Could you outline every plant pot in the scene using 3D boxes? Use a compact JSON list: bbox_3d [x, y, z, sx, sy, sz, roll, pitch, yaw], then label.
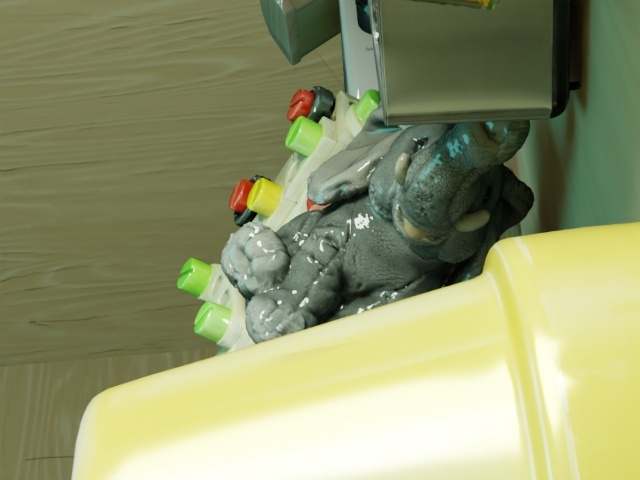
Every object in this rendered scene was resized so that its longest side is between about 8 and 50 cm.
[{"bbox_3d":[0.038,0.127,0.572,0.254,0.239,0.253,-5,-90,-88],"label":"plant pot"}]

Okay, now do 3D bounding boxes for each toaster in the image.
[{"bbox_3d":[0.081,-0.162,0.848,0.168,0.110,0.185,-92,-3,-54],"label":"toaster"}]

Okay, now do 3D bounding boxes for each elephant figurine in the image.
[{"bbox_3d":[0.065,-0.016,1.001,0.239,0.169,0.186,-50,41,19],"label":"elephant figurine"}]

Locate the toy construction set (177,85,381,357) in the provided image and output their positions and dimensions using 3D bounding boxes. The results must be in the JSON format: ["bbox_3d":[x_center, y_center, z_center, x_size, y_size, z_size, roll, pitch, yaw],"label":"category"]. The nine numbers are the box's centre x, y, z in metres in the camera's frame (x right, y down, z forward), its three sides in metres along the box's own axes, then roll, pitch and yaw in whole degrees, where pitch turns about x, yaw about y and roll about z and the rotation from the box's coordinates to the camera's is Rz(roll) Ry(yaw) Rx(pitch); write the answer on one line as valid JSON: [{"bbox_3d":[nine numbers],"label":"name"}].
[{"bbox_3d":[0.000,0.000,1.239,0.151,0.328,0.215,39,-155,-26],"label":"toy construction set"}]

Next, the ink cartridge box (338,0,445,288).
[{"bbox_3d":[0.089,-0.086,1.434,0.211,0.122,0.289,81,-176,-79],"label":"ink cartridge box"}]

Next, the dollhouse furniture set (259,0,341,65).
[{"bbox_3d":[-0.029,-0.357,1.581,0.303,0.198,0.286,56,173,14],"label":"dollhouse furniture set"}]

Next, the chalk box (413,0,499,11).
[{"bbox_3d":[0.013,-0.274,0.659,0.179,0.180,0.288,125,144,-58],"label":"chalk box"}]

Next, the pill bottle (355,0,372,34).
[{"bbox_3d":[0.069,-0.286,1.261,0.123,0.123,0.219,-93,-1,-64],"label":"pill bottle"}]
